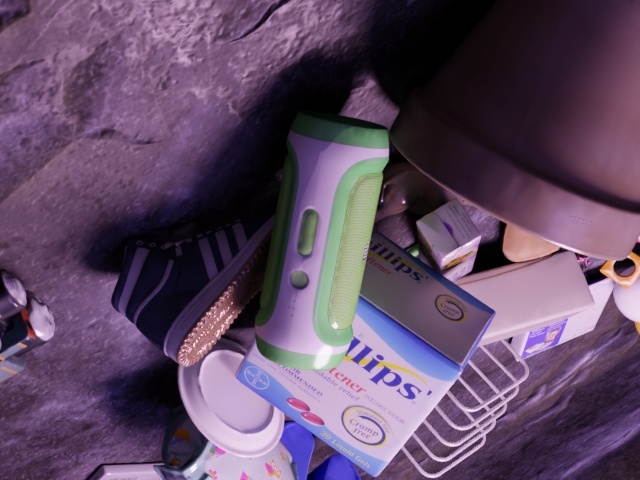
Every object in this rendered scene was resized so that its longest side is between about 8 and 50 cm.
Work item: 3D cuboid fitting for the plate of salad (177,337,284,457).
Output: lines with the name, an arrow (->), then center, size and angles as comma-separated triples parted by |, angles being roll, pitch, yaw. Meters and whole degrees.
plate of salad -> -0.138, 0.237, 1.350 | 0.200, 0.199, 0.048 | 10, 140, -45

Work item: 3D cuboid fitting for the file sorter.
file sorter -> 0.254, 0.299, 1.732 | 0.193, 0.173, 0.277 | -25, 150, -31

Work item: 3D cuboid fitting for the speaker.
speaker -> 0.000, 0.000, 1.079 | 0.131, 0.131, 0.296 | 0, 106, -38

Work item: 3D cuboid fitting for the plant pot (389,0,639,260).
plant pot -> 0.281, -0.177, 1.034 | 0.323, 0.323, 0.280 | 6, 119, -42

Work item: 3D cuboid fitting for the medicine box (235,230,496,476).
medicine box -> 0.056, 0.150, 1.287 | 0.149, 0.263, 0.289 | -48, 169, -47

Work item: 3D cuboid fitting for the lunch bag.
lunch bag -> -0.142, 0.371, 1.408 | 0.160, 0.262, 0.223 | -33, 105, 6

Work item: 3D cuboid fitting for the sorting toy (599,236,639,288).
sorting toy -> 0.624, -0.063, 1.565 | 0.348, 0.196, 0.047 | -44, -176, 22

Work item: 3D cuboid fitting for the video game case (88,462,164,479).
video game case -> -0.365, 0.474, 1.669 | 0.212, 0.023, 0.193 | 12, 129, -48

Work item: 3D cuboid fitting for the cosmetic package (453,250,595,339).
cosmetic package -> 0.298, 0.117, 1.560 | 0.310, 0.113, 0.160 | -13, 166, -26

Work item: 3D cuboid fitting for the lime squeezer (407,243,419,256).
lime squeezer -> 0.052, 0.124, 1.472 | 0.110, 0.059, 0.310 | 4, 134, -41

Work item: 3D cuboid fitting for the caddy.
caddy -> -0.057, 0.509, 1.689 | 0.179, 0.241, 0.341 | -48, -171, 19

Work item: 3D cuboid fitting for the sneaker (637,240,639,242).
sneaker -> 0.697, -0.015, 1.736 | 0.112, 0.120, 0.299 | -30, 144, 30

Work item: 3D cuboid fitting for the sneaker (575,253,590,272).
sneaker -> 0.481, 0.041, 1.705 | 0.057, 0.047, 0.119 | -47, 152, 15

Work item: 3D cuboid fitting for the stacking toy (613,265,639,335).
stacking toy -> 0.779, 0.145, 1.878 | 0.480, 0.350, 0.350 | 23, 122, -36

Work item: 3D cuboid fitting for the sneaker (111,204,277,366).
sneaker -> -0.143, 0.017, 1.151 | 0.282, 0.153, 0.099 | -48, 155, -29

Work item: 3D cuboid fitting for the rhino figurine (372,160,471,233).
rhino figurine -> 0.167, -0.069, 1.275 | 0.243, 0.073, 0.106 | -6, 145, -36

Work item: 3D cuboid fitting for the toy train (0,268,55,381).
toy train -> -0.472, 0.143, 1.032 | 0.334, 0.142, 0.190 | -30, 160, -1

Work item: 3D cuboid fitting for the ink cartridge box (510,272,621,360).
ink cartridge box -> 0.506, 0.148, 1.865 | 0.206, 0.045, 0.208 | -18, 145, -18

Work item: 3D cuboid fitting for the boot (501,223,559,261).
boot -> 0.398, -0.088, 1.422 | 0.236, 0.089, 0.269 | -15, 147, 2

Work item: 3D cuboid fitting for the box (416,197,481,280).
box -> 0.183, 0.011, 1.292 | 0.063, 0.067, 0.324 | -31, 169, 1
